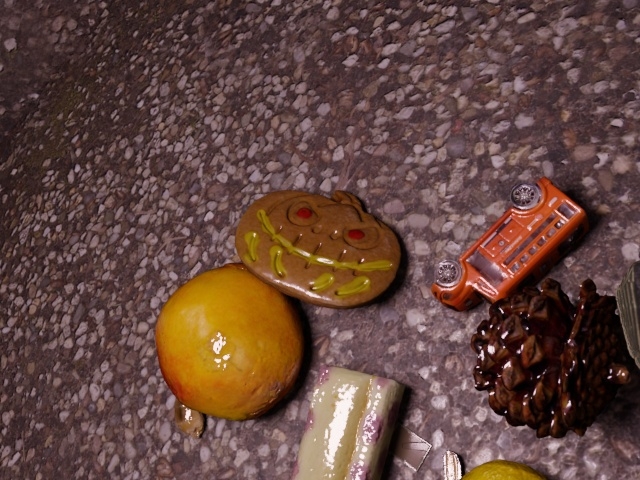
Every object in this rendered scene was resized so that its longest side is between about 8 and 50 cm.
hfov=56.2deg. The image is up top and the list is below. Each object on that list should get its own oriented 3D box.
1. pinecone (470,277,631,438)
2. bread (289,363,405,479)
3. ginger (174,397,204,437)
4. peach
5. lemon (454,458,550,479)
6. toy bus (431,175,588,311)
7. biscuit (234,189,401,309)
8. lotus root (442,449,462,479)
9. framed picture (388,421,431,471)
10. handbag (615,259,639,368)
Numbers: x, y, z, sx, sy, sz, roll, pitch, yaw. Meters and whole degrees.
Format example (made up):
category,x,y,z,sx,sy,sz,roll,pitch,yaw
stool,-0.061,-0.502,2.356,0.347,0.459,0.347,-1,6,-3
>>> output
category,x,y,z,sx,sy,sz,roll,pitch,yaw
pinecone,0.405,0.202,1.077,0.242,0.296,0.298,47,62,-4
bread,0.048,0.443,1.260,0.187,0.155,0.339,11,75,22
ginger,-0.327,0.404,1.525,0.095,0.069,0.190,-3,68,4
peach,-0.209,0.226,1.397,0.372,0.290,0.373,-11,63,22
lemon,0.337,0.493,1.065,0.231,0.192,0.192,19,81,29
toy bus,0.387,0.035,1.238,0.329,0.143,0.153,-45,58,5
biscuit,0.001,-0.007,1.406,0.394,0.070,0.350,17,49,12
lotus root,0.268,0.466,1.206,0.037,0.030,0.083,-7,70,19
framed picture,0.185,0.439,1.275,0.089,0.006,0.066,28,86,32
handbag,0.680,0.140,0.985,0.340,0.240,0.247,-7,65,25
